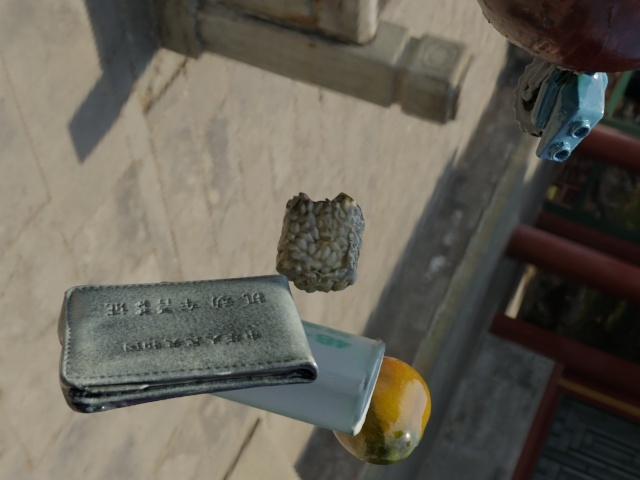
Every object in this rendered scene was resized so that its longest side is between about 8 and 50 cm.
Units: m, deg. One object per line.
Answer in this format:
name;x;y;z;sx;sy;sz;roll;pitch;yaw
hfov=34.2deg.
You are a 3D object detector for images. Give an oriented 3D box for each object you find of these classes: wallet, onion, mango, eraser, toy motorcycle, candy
wallet;-0.124;0.085;0.935;0.167;0.222;0.036;-112;-161;-61
onion;0.287;-0.307;1.085;0.276;0.276;0.276;21;90;-75
mango;0.086;0.257;1.567;0.221;0.151;0.121;-53;149;-64
eraser;-0.075;0.137;1.242;0.189;0.289;0.104;-60;164;-74
toy motorcycle;0.411;-0.267;1.440;0.416;0.172;0.232;-52;-140;40
candy;0.000;0.000;1.165;0.085;0.095;0.110;56;36;-70
